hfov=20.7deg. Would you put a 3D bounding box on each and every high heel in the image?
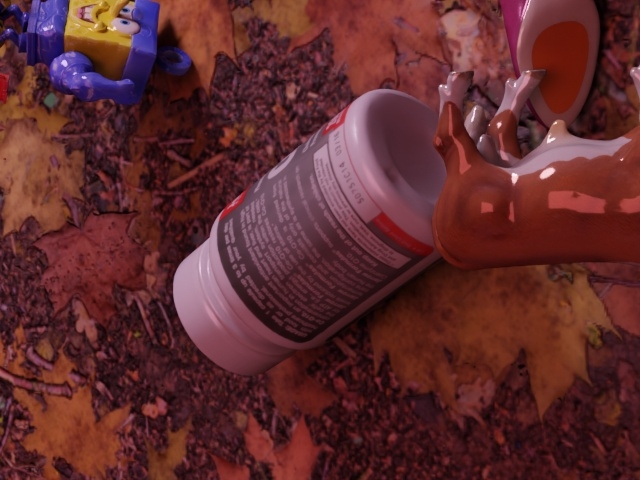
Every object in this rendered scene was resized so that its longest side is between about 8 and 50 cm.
[{"bbox_3d":[0.177,-0.220,1.526,0.117,0.082,0.244,-149,43,-70],"label":"high heel"}]

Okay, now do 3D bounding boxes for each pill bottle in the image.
[{"bbox_3d":[0.000,0.000,1.614,0.283,0.161,0.161,-37,73,34],"label":"pill bottle"}]

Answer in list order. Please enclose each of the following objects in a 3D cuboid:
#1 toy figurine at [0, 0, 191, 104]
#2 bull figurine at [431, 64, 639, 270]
[{"bbox_3d":[-0.243,-0.197,1.809,0.362,0.217,0.191,-93,15,-55],"label":"toy figurine"},{"bbox_3d":[0.235,-0.053,1.421,0.310,0.101,0.188,-3,91,18],"label":"bull figurine"}]
